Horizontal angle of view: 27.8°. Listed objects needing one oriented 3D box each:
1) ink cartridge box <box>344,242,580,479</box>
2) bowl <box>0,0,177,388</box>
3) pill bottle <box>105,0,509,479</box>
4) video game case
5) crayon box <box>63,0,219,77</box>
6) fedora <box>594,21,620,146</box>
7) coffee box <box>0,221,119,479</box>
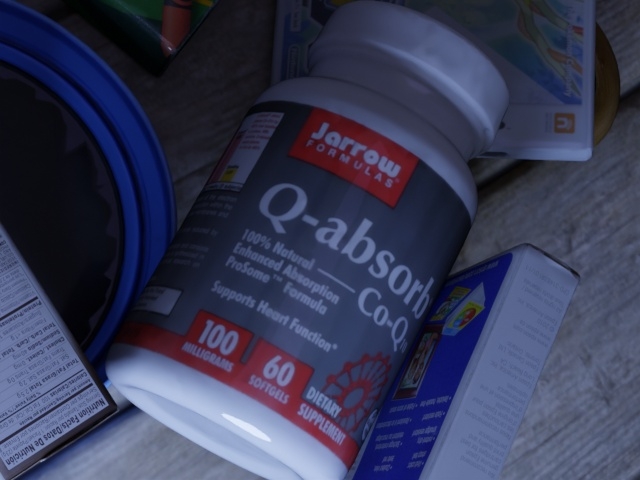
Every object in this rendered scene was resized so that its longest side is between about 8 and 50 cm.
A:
[{"bbox_3d":[0.062,0.170,1.041,0.072,0.303,0.307,29,71,-12],"label":"ink cartridge box"},{"bbox_3d":[-0.317,-0.014,1.058,0.391,0.077,0.391,5,77,-20],"label":"bowl"},{"bbox_3d":[0.000,0.000,1.046,0.210,0.210,0.363,32,73,-12],"label":"pill bottle"},{"bbox_3d":[0.108,-0.240,1.223,0.300,0.036,0.329,2,76,6],"label":"video game case"},{"bbox_3d":[-0.207,-0.327,1.163,0.318,0.081,0.202,38,69,-9],"label":"crayon box"},{"bbox_3d":[0.198,-0.160,1.280,0.194,0.079,0.194,4,74,-15],"label":"fedora"},{"bbox_3d":[-0.266,0.052,0.947,0.098,0.141,0.246,-33,93,-24],"label":"coffee box"}]
